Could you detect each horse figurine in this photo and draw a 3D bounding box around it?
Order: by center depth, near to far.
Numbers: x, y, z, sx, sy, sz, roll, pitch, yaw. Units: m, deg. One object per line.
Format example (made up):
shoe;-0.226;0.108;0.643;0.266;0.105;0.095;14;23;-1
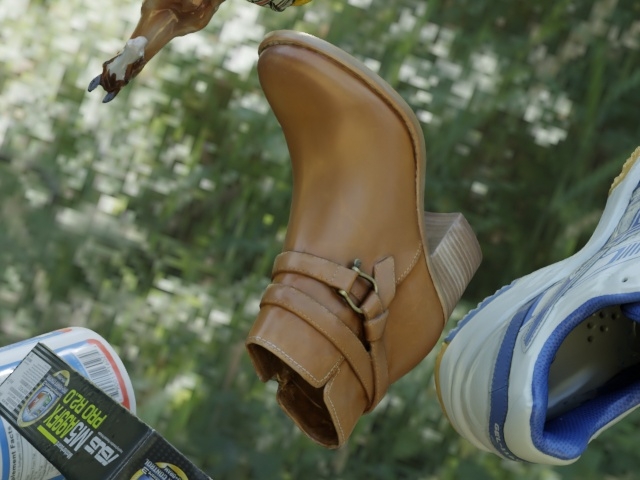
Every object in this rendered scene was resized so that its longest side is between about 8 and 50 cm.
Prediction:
horse figurine;-0.094;-0.230;1.504;0.066;0.174;0.263;29;36;-22

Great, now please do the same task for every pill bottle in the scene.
pill bottle;-0.270;0.154;1.590;0.221;0.124;0.124;-16;33;-41

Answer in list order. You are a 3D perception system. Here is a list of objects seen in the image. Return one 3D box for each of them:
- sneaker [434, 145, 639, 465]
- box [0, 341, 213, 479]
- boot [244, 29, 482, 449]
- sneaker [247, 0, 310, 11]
sneaker;0.206;0.026;1.139;0.112;0.296;0.131;47;-6;-20
box;-0.097;0.179;1.302;0.216;0.060;0.270;45;-10;-23
boot;0.000;0.000;1.046;0.073;0.152;0.197;-8;-54;52
sneaker;-0.008;-0.147;0.810;0.092;0.088;0.225;52;-16;-21
